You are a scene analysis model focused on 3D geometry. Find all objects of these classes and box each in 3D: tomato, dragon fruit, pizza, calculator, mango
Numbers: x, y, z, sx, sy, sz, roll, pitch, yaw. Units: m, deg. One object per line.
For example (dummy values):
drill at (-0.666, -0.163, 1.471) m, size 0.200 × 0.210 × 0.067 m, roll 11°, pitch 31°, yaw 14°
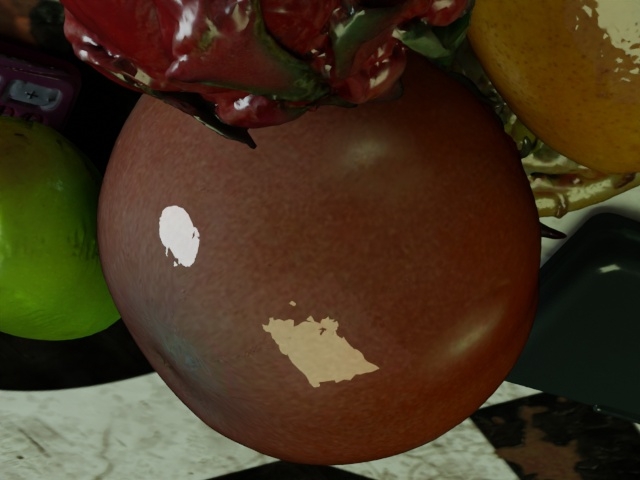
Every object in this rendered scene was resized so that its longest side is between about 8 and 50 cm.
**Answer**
tomato at (0.000, 0.000, 1.040) m, size 0.224 × 0.256 × 0.255 m, roll -40°, pitch 146°, yaw -20°
dragon fruit at (-0.055, -0.171, 0.852) m, size 0.293 × 0.233 × 0.234 m, roll 31°, pitch 137°, yaw -2°
pizza at (0.121, -0.069, 1.124) m, size 0.185 × 0.036 × 0.176 m, roll -1°, pitch 142°, yaw 1°
calculator at (-0.244, -0.086, 1.109) m, size 0.191 × 0.034 × 0.126 m, roll 12°, pitch 140°, yaw -24°
mango at (0.142, -0.145, 0.954) m, size 0.154 × 0.126 × 0.252 m, roll 7°, pitch 137°, yaw 24°
mango at (-0.169, -0.006, 1.108) m, size 0.111 × 0.125 × 0.233 m, roll -1°, pitch 174°, yaw 17°

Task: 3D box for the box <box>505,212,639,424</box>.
box at (0.243, 0.065, 1.283) m, size 0.230 × 0.050 × 0.160 m, roll 17°, pitch 139°, yaw -21°
